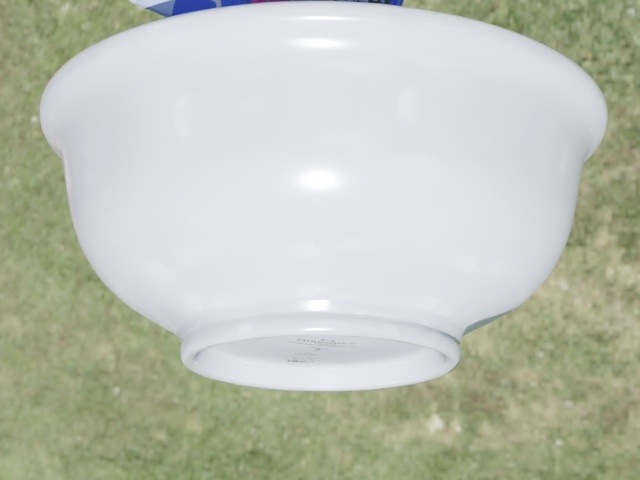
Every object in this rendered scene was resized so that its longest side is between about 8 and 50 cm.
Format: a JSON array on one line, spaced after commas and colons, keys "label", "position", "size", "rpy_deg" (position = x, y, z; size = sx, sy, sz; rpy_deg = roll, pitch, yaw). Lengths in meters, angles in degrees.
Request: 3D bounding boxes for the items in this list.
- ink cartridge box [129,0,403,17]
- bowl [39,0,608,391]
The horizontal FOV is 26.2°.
[{"label": "ink cartridge box", "position": [-0.083, -0.216, 0.681], "size": [0.311, 0.065, 0.185], "rpy_deg": [26, 108, 24]}, {"label": "bowl", "position": [0.000, 0.000, 0.713], "size": [0.298, 0.134, 0.298], "rpy_deg": [1, 162, 0]}]
